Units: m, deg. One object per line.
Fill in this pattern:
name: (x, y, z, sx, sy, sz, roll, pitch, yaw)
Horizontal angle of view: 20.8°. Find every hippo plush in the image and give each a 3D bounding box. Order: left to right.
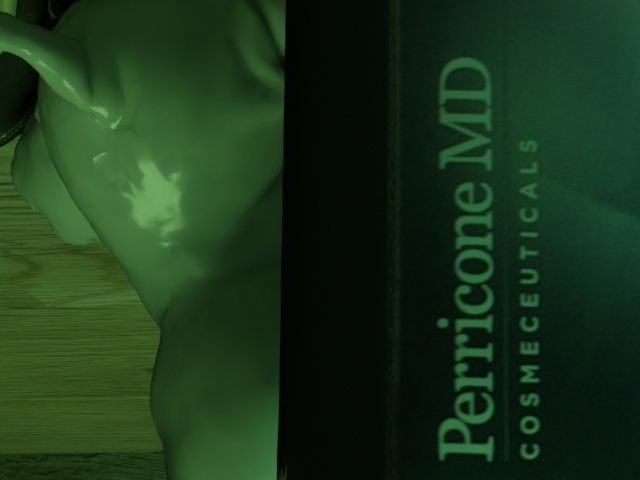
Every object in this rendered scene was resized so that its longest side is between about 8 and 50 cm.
hippo plush: (0.000, 0.000, 0.720, 0.234, 0.237, 0.294, -23, 172, -4)

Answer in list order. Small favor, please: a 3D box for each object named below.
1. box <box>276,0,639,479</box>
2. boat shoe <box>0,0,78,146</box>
box: (0.143, -0.048, 0.521, 0.294, 0.296, 0.183, 2, 166, -8)
boat shoe: (-0.139, -0.113, 0.770, 0.079, 0.084, 0.233, -33, 169, -21)
